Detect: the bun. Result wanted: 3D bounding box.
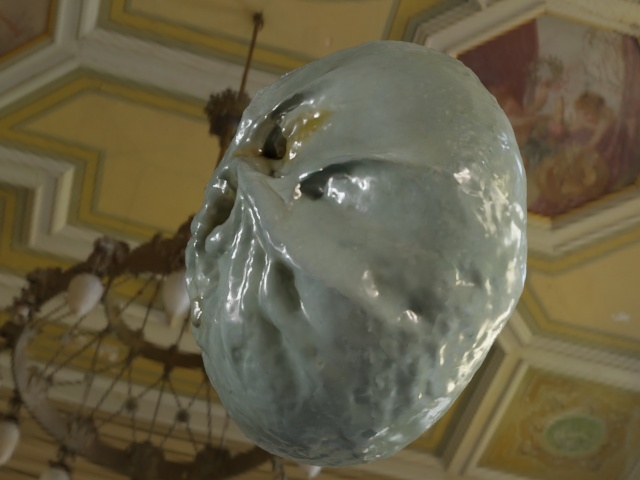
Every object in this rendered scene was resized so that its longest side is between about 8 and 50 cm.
[{"bbox_3d":[0.000,0.000,0.361,0.083,0.140,0.141,18,-53,-24],"label":"bun"}]
